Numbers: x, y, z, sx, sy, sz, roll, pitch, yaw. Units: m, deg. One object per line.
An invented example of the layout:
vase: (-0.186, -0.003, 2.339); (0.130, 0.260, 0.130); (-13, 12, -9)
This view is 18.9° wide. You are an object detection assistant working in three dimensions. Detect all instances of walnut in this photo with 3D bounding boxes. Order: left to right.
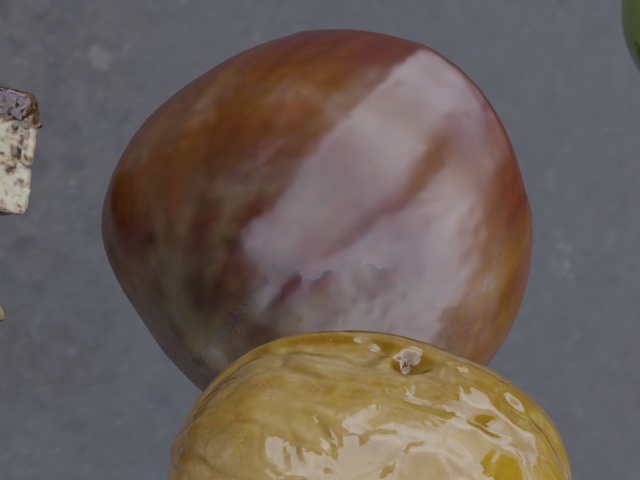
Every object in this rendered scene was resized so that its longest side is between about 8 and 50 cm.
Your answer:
walnut: (0.028, 0.138, 1.029); (0.225, 0.193, 0.193); (19, 52, 15)

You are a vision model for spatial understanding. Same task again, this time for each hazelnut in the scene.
hazelnut: (0.005, -0.005, 1.622); (0.365, 0.366, 0.366); (15, 66, -37)

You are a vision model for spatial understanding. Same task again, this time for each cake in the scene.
cake: (-0.340, -0.087, 1.563); (0.246, 0.135, 0.112); (17, 77, -50)

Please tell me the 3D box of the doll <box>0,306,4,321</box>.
doll: (-0.265, 0.033, 1.394); (0.051, 0.061, 0.093); (-22, 74, -47)

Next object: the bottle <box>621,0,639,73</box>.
bottle: (0.269, -0.165, 1.369); (0.112, 0.112, 0.260); (46, 32, -20)
